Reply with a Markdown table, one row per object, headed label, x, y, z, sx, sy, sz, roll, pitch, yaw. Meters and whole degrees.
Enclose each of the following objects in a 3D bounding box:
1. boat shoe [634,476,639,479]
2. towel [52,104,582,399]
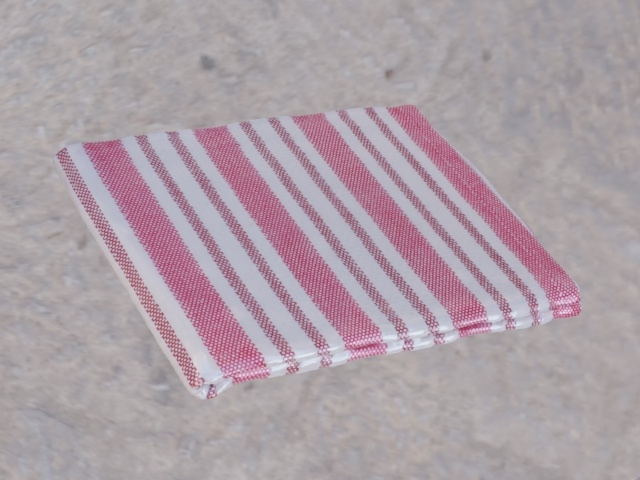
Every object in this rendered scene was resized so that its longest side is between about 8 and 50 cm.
| label | x | y | z | sx | sy | sz | roll | pitch | yaw |
| --- | --- | --- | --- | --- | --- | --- | --- | --- | --- |
| boat shoe | 0.192 | 0.117 | 0.660 | 0.100 | 0.035 | 0.035 | -26 | 98 | 3 |
| towel | 0.000 | 0.000 | 0.596 | 0.197 | 0.144 | 0.029 | -9 | 134 | -30 |
